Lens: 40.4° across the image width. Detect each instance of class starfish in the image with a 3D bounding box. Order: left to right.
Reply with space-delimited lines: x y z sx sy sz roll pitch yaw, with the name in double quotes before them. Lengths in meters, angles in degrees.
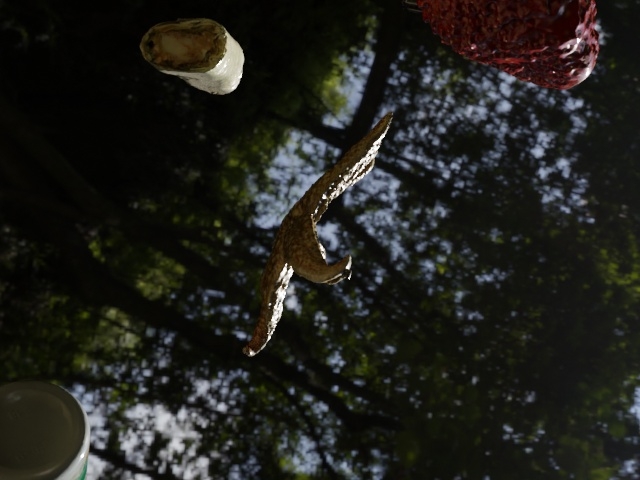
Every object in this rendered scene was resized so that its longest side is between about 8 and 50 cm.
"starfish" -0.009 -0.004 1.156 0.375 0.094 0.327 -59 -174 18

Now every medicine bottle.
"medicine bottle" -0.201 0.162 0.597 0.130 0.080 0.080 108 -26 -45

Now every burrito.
"burrito" -0.227 -0.347 1.653 0.299 0.143 0.105 -20 104 -83

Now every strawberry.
"strawberry" 0.258 -0.331 1.191 0.261 0.261 0.258 -2 -84 60

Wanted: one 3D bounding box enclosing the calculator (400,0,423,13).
"calculator" 0.292 -0.499 1.688 0.274 0.028 0.166 24 -99 43
